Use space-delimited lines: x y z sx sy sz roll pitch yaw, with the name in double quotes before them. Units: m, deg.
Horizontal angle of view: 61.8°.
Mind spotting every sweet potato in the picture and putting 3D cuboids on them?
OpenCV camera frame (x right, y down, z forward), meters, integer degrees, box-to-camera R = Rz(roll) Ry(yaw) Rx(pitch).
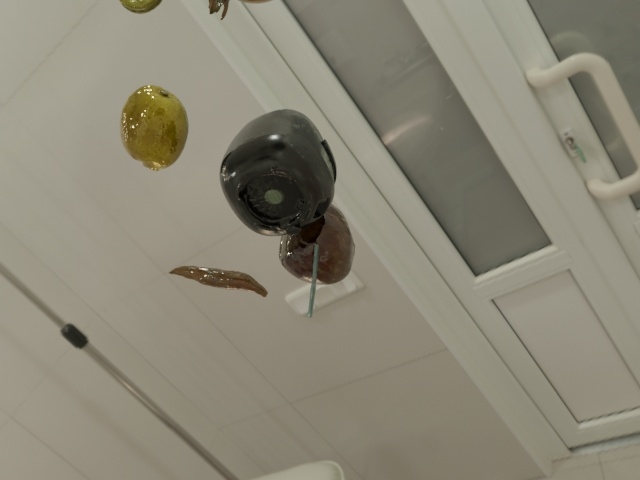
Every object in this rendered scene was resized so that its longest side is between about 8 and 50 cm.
"sweet potato" -0.315 0.118 1.664 0.072 0.314 0.066 115 165 -74

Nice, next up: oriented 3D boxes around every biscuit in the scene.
"biscuit" -0.298 -0.418 0.885 0.084 0.084 0.023 -40 -5 -2

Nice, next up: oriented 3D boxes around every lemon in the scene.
"lemon" -0.419 -0.282 1.348 0.170 0.169 0.208 -99 25 -68

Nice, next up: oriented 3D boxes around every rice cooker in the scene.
"rice cooker" -0.091 -0.146 1.207 0.267 0.267 0.225 -31 32 22

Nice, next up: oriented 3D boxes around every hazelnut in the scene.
"hazelnut" 0.000 0.000 1.408 0.218 0.218 0.234 -22 52 40

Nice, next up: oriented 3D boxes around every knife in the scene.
"knife" -0.016 0.098 1.287 0.015 0.211 0.028 11 27 11

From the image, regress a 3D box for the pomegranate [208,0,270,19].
"pomegranate" -0.121 -0.466 0.830 0.257 0.220 0.221 -47 15 25
